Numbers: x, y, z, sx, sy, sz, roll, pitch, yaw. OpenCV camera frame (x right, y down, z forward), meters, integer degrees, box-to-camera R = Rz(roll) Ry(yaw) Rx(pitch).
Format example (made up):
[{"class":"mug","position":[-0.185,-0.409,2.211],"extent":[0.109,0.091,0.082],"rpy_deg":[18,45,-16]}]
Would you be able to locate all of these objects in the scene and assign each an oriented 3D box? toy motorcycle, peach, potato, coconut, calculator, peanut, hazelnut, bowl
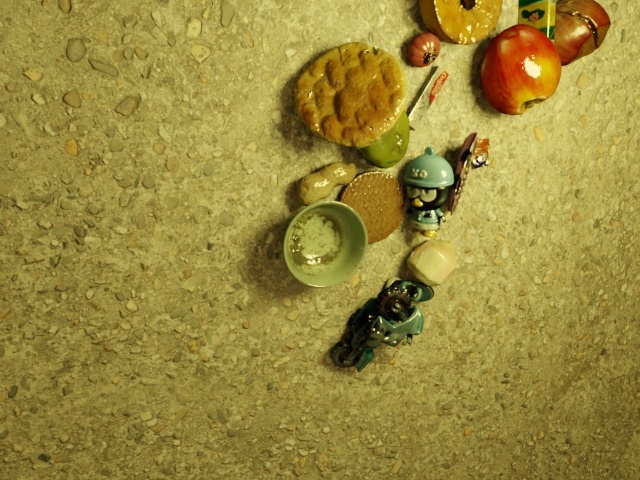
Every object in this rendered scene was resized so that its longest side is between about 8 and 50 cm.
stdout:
[{"class":"toy motorcycle","position":[0.224,0.348,1.500],"extent":[0.232,0.172,0.416],"rpy_deg":[27,112,-22]},{"class":"peach","position":[0.658,-0.567,1.345],"extent":[0.238,0.280,0.281],"rpy_deg":[-23,121,36]},{"class":"potato","position":[0.194,-0.355,1.293],"extent":[0.186,0.148,0.253],"rpy_deg":[-21,107,7]},{"class":"coconut","position":[0.417,0.072,1.500],"extent":[0.171,0.171,0.182],"rpy_deg":[32,97,-24]},{"class":"calculator","position":[0.500,-0.231,1.438],"extent":[0.043,0.194,0.294],"rpy_deg":[17,102,19]},{"class":"peanut","position":[0.019,-0.193,1.323],"extent":[0.228,0.085,0.104],"rpy_deg":[-32,140,-8]},{"class":"hazelnut","position":[0.866,-0.730,1.395],"extent":[0.212,0.181,0.181],"rpy_deg":[-45,135,9]},{"class":"bowl","position":[0.000,0.000,1.343],"extent":[0.290,0.146,0.289],"rpy_deg":[-5,106,-17]}]

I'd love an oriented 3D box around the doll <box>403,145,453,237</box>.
[{"class":"doll","position":[0.369,-0.168,1.401],"extent":[0.141,0.177,0.313],"rpy_deg":[-19,116,-38]}]

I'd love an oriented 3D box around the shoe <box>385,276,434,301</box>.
[{"class":"shoe","position":[0.352,0.199,1.545],"extent":[0.207,0.106,0.091],"rpy_deg":[11,103,-24]}]

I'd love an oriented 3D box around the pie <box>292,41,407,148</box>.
[{"class":"pie","position":[0.089,-0.427,1.195],"extent":[0.340,0.083,0.339],"rpy_deg":[-2,81,10]}]

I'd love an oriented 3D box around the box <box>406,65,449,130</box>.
[{"class":"box","position":[0.354,-0.481,1.372],"extent":[0.055,0.039,0.218],"rpy_deg":[29,95,-23]}]

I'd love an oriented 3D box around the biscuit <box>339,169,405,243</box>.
[{"class":"biscuit","position":[0.181,-0.118,1.427],"extent":[0.262,0.037,0.261],"rpy_deg":[-6,108,-18]}]

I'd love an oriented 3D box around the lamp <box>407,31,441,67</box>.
[{"class":"lamp","position":[0.332,-0.610,1.296],"extent":[0.108,0.092,0.107],"rpy_deg":[-18,147,-13]}]

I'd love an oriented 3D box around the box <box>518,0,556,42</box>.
[{"class":"box","position":[0.728,-0.764,1.362],"extent":[0.034,0.132,0.235],"rpy_deg":[-14,109,-16]}]

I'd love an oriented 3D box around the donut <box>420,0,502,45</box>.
[{"class":"donut","position":[0.433,-0.746,1.266],"extent":[0.278,0.108,0.277],"rpy_deg":[-4,101,-24]}]

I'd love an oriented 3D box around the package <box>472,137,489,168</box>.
[{"class":"package","position":[0.598,-0.326,1.508],"extent":[0.077,0.033,0.110],"rpy_deg":[-7,95,8]}]
